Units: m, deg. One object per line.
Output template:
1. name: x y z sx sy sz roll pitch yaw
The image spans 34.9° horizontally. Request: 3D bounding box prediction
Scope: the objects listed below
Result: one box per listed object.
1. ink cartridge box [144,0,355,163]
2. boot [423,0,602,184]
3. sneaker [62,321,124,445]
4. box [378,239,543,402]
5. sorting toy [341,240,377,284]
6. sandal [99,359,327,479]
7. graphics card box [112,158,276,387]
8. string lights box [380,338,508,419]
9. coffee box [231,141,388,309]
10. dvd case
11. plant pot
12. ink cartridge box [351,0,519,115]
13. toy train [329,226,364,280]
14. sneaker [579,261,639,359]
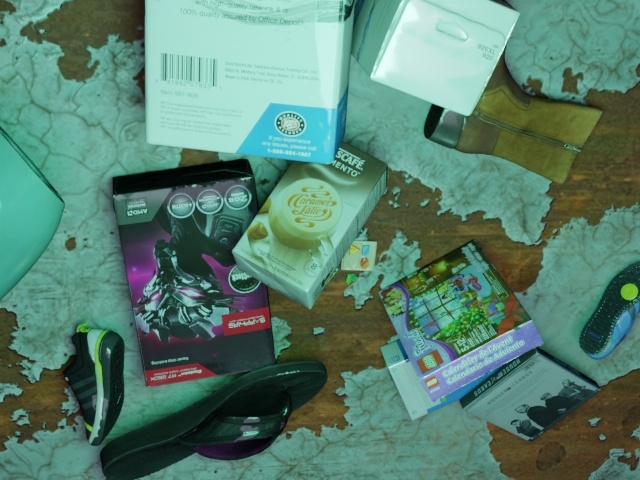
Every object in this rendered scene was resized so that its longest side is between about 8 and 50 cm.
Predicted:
1. ink cartridge box: -0.096 -0.334 1.478 0.285 0.166 0.395 8 114 7
2. boot: 0.346 -0.238 1.679 0.280 0.096 0.264 14 110 -17
3. sneaker: -0.402 0.247 1.788 0.097 0.084 0.234 14 112 10
4. box: 0.226 0.126 1.711 0.201 0.293 0.057 -29 117 3
5. sorting toy: 0.067 0.040 1.800 0.062 0.012 0.083 0 114 -11
6. sandal: -0.176 0.347 1.814 0.446 0.107 0.167 -27 148 8
7. graphics card box: -0.208 0.059 1.715 0.233 0.094 0.371 -7 114 -7
8. string lights box: 0.257 0.213 1.877 0.260 0.077 0.133 -24 116 1
9. coffee box: -0.013 -0.036 1.615 0.141 0.098 0.246 28 73 13
10. dvd case: 0.395 0.290 1.908 0.179 0.029 0.239 -42 133 20
11. plant pot: -0.528 -0.050 1.512 0.235 0.293 0.293 -40 115 -6
12. ink cartridge box: 0.156 -0.319 1.531 0.171 0.232 0.168 17 110 -17
13. toy train: 0.000 0.000 1.738 0.105 0.080 0.184 31 103 -31
14. sneaker: 0.563 0.132 1.911 0.082 0.069 0.209 23 101 -53
